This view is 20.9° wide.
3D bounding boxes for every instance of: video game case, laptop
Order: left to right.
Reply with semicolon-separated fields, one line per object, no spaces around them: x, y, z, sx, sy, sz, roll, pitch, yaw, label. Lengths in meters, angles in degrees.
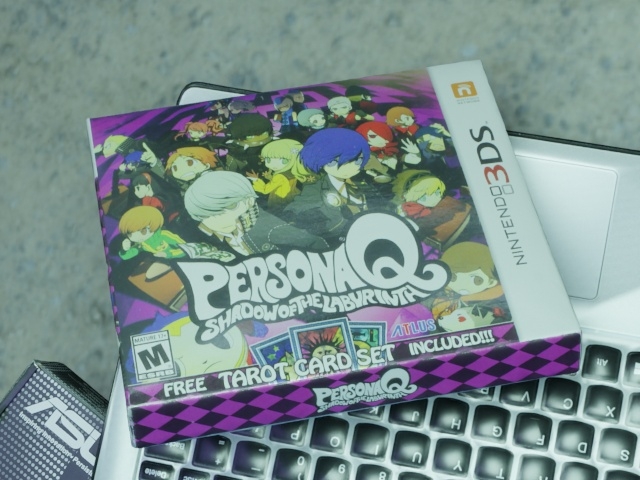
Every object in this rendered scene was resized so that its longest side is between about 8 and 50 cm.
0.000;0.000;0.928;0.232;0.042;0.210;-9;48;-5;video game case
0.047;0.106;0.874;0.382;0.236;0.407;10;79;10;laptop

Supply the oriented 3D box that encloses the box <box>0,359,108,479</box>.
-0.129;0.237;1.036;0.270;0.060;0.216;39;92;9;box
